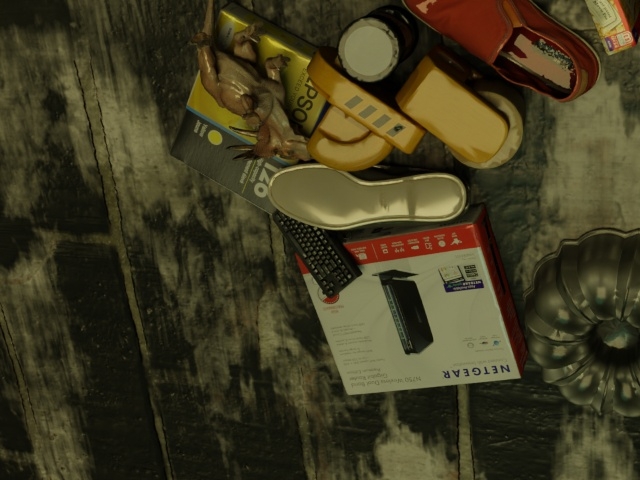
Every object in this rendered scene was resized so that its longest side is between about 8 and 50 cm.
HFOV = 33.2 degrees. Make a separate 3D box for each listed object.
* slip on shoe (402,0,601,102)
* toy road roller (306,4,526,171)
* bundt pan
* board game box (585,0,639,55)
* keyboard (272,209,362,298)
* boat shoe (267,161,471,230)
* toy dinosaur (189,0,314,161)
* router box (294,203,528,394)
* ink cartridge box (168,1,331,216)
[{"bbox_3d":[0.264,-0.312,1.599,0.331,0.101,0.123,33,125,5],"label":"slip on shoe"},{"bbox_3d":[0.127,-0.189,1.633,0.329,0.202,0.241,34,112,1],"label":"toy road roller"},{"bbox_3d":[0.482,0.150,1.744,0.330,0.124,0.331,10,119,18],"label":"bundt pan"},{"bbox_3d":[0.390,-0.371,1.488,0.045,0.147,0.194,-18,109,29],"label":"board game box"},{"bbox_3d":[0.000,0.000,1.827,0.108,0.023,0.180,-40,80,24],"label":"keyboard"},{"bbox_3d":[0.083,-0.072,1.780,0.335,0.095,0.112,3,93,14],"label":"boat shoe"},{"bbox_3d":[-0.128,-0.237,1.717,0.296,0.127,0.200,52,161,9],"label":"toy dinosaur"},{"bbox_3d":[0.162,0.110,1.875,0.335,0.082,0.301,-10,112,26],"label":"router box"},{"bbox_3d":[-0.076,-0.198,1.818,0.307,0.072,0.304,30,123,7],"label":"ink cartridge box"}]
